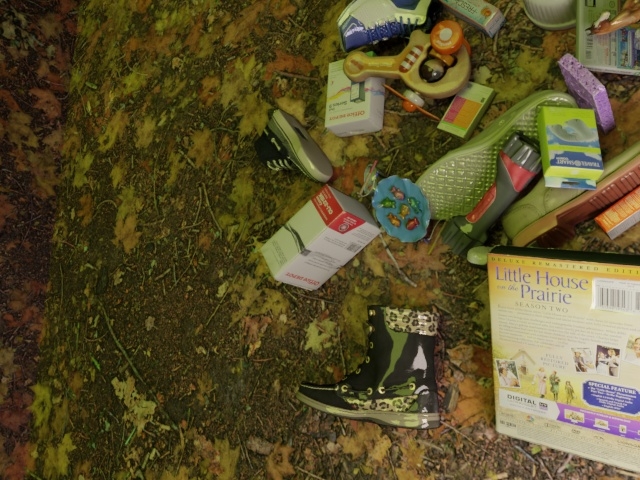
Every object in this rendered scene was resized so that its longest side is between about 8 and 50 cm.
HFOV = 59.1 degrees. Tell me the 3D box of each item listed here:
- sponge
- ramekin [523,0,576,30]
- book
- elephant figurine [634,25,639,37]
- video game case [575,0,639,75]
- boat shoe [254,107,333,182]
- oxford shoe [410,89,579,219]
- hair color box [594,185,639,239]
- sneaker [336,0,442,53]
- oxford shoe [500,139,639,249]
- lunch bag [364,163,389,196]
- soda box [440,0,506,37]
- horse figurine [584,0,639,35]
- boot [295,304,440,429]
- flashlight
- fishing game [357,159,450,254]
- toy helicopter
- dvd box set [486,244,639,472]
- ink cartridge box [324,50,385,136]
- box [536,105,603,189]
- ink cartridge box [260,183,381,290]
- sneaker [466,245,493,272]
[{"bbox_3d":[0.576,-0.312,1.216,0.031,0.210,0.117,-40,59,18],"label":"sponge"},{"bbox_3d":[0.583,-0.629,1.361,0.207,0.109,0.207,-11,71,33],"label":"ramekin"},{"bbox_3d":[0.380,-0.342,1.478,0.096,0.035,0.144,36,99,40],"label":"book"},{"bbox_3d":[0.810,-0.415,1.124,0.239,0.169,0.186,54,140,16],"label":"elephant figurine"},{"bbox_3d":[0.664,-0.470,1.248,0.193,0.023,0.212,6,79,0],"label":"video game case"},{"bbox_3d":[-0.090,-0.253,1.748,0.158,0.127,0.340,-49,47,23],"label":"boat shoe"},{"bbox_3d":[0.413,-0.199,1.366,0.169,0.130,0.449,46,122,-10],"label":"oxford shoe"},{"bbox_3d":[0.653,-0.066,1.182,0.141,0.072,0.043,-40,58,20],"label":"hair color box"},{"bbox_3d":[0.213,-0.617,1.579,0.315,0.127,0.182,-33,64,-3],"label":"sneaker"},{"bbox_3d":[0.566,-0.125,1.222,0.397,0.140,0.146,-36,54,21],"label":"oxford shoe"},{"bbox_3d":[0.158,-0.165,1.564,0.053,0.071,0.083,-11,70,36],"label":"lunch bag"},{"bbox_3d":[0.406,-0.618,1.514,0.058,0.063,0.183,-50,54,15],"label":"soda box"},{"bbox_3d":[0.703,-0.515,1.178,0.263,0.174,0.066,-29,75,-23],"label":"horse figurine"},{"bbox_3d":[0.125,0.305,1.418,0.377,0.138,0.284,1,79,32],"label":"boot"},{"bbox_3d":[0.386,-0.102,1.287,0.304,0.103,0.103,-56,21,32],"label":"flashlight"},{"bbox_3d":[0.202,-0.077,1.463,0.264,0.041,0.189,44,139,18],"label":"fishing game"},{"bbox_3d":[0.224,-0.450,1.524,0.355,0.140,0.235,9,90,25],"label":"toy helicopter"},{"bbox_3d":[0.489,0.223,1.102,0.307,0.062,0.420,4,110,37],"label":"dvd box set"},{"bbox_3d":[0.104,-0.426,1.662,0.154,0.093,0.212,-3,77,34],"label":"ink cartridge box"},{"bbox_3d":[0.509,-0.192,1.156,0.109,0.042,0.178,4,62,3],"label":"box"},{"bbox_3d":[0.000,0.000,1.554,0.273,0.197,0.114,-43,55,18],"label":"ink cartridge box"},{"bbox_3d":[0.434,0.113,1.219,0.268,0.101,0.153,16,106,4],"label":"sneaker"}]
